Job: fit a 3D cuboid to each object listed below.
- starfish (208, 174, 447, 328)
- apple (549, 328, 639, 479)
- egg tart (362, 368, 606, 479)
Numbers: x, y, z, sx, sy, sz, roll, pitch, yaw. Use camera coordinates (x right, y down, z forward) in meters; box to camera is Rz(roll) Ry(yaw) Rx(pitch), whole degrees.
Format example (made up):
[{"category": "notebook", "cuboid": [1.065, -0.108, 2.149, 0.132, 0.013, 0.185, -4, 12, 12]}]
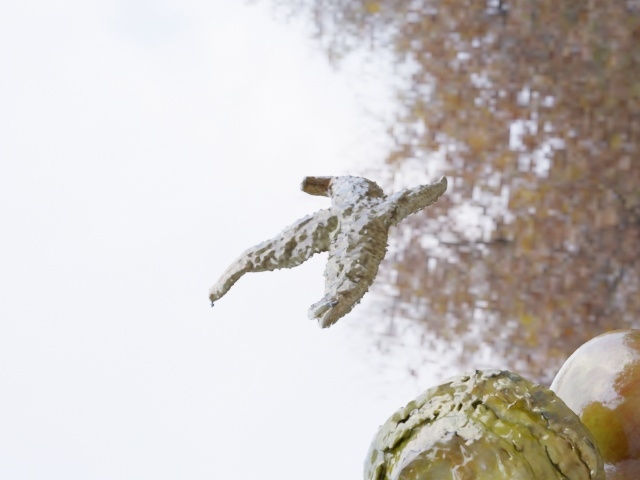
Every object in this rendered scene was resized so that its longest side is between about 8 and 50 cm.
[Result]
[{"category": "starfish", "cuboid": [0.000, 0.000, 2.232, 0.432, 0.324, 0.082, -48, -54, -43]}, {"category": "apple", "cuboid": [0.341, 0.197, 1.670, 0.196, 0.196, 0.196, -11, -76, -53]}, {"category": "egg tart", "cuboid": [0.158, 0.280, 1.539, 0.123, 0.294, 0.294, 6, -90, -66]}]
